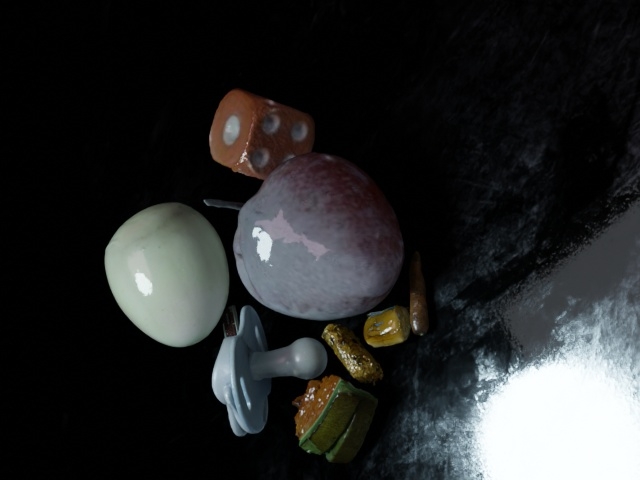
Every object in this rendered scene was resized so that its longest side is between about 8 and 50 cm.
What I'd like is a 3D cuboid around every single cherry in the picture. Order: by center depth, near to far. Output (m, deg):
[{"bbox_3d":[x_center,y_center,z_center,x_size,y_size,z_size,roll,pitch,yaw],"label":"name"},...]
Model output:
[{"bbox_3d":[-0.008,0.011,1.794,0.326,0.291,0.335,-40,67,16],"label":"cherry"}]

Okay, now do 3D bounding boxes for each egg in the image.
[{"bbox_3d":[-0.350,0.080,2.192,0.283,0.283,0.345,-38,70,39],"label":"egg"}]

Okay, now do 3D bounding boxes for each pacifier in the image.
[{"bbox_3d":[-0.096,0.267,1.942,0.233,0.244,0.299,-14,24,13],"label":"pacifier"}]

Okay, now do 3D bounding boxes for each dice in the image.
[{"bbox_3d":[-0.127,-0.231,2.074,0.175,0.179,0.174,28,105,54],"label":"dice"}]

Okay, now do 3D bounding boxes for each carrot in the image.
[{"bbox_3d":[0.182,0.097,1.748,0.035,0.035,0.165,-20,65,46],"label":"carrot"}]

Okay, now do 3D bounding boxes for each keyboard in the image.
[{"bbox_3d":[-0.203,0.234,2.186,0.055,0.017,0.166,-36,56,39],"label":"keyboard"}]

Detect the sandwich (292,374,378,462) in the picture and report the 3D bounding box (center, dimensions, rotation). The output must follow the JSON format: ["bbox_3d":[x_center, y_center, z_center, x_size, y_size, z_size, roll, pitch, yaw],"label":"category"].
[{"bbox_3d":[0.031,0.328,1.834,0.185,0.109,0.160,-60,24,25],"label":"sandwich"}]

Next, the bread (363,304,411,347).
[{"bbox_3d":[0.126,0.165,1.784,0.106,0.053,0.072,-23,62,51],"label":"bread"}]

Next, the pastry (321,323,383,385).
[{"bbox_3d":[0.062,0.221,1.829,0.056,0.080,0.140,-54,45,12],"label":"pastry"}]
